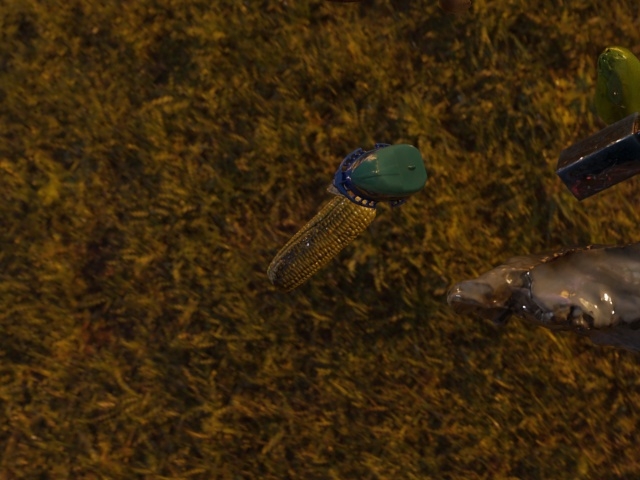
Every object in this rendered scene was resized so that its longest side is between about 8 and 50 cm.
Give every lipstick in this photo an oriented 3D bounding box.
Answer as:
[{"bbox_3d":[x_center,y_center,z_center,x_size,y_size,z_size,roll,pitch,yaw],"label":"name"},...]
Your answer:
[{"bbox_3d":[0.391,-0.131,1.047,0.312,0.051,0.051,-28,21,39],"label":"lipstick"}]

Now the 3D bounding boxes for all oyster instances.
[{"bbox_3d":[0.302,0.051,0.976,0.341,0.166,0.110,-4,70,17],"label":"oyster"}]

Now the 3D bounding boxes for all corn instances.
[{"bbox_3d":[0.000,0.000,1.515,0.203,0.072,0.072,-43,58,9],"label":"corn"}]

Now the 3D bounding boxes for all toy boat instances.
[{"bbox_3d":[0.056,-0.078,1.319,0.110,0.175,0.091,-16,89,35],"label":"toy boat"}]

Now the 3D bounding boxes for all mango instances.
[{"bbox_3d":[0.492,-0.247,1.639,0.091,0.165,0.074,-38,45,-3],"label":"mango"}]

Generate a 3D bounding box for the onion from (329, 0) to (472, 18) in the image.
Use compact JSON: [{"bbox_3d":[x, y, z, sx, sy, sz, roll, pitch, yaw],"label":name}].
[{"bbox_3d":[0.069,-0.371,1.063,0.272,0.256,0.230,38,45,3],"label":"onion"}]
